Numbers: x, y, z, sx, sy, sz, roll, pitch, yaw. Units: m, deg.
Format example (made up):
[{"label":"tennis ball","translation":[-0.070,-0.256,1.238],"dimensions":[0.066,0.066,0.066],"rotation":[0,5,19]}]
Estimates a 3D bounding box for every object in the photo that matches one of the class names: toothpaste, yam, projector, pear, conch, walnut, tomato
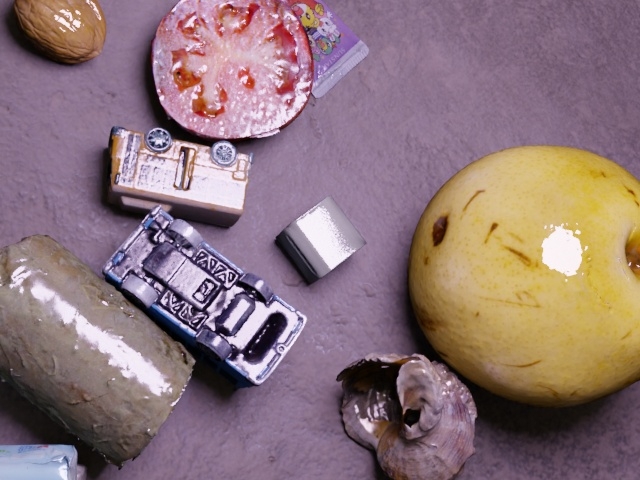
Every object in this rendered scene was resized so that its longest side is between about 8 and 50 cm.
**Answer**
[{"label":"toothpaste","translation":[-0.062,-0.347,1.255],"dimensions":[0.114,0.073,0.299],"rotation":[-45,100,-19]},{"label":"yam","translation":[-0.299,0.114,1.036],"dimensions":[0.304,0.168,0.168],"rotation":[41,71,-4]},{"label":"projector","translation":[0.000,0.000,1.182],"dimensions":[0.083,0.083,0.082],"rotation":[-37,89,-20]},{"label":"pear","translation":[0.286,0.043,1.133],"dimensions":[0.348,0.348,0.348],"rotation":[3,77,-14]},{"label":"conch","translation":[0.106,0.211,1.114],"dimensions":[0.178,0.245,0.163],"rotation":[3,51,12]},{"label":"walnut","translation":[-0.334,-0.283,1.148],"dimensions":[0.124,0.105,0.105],"rotation":[43,71,-7]},{"label":"tomato","translation":[-0.120,-0.228,1.197],"dimensions":[0.225,0.085,0.225],"rotation":[1,83,-7]}]

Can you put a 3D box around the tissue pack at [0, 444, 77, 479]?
[{"label":"tissue pack","translation":[-0.402,0.312,0.974],"dimensions":[0.263,0.089,0.177],"rotation":[1,99,-7]}]

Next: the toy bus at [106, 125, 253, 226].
[{"label":"toy bus","translation":[-0.188,-0.079,1.146],"dimensions":[0.182,0.091,0.103],"rotation":[11,75,-14]}]

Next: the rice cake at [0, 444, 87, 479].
[{"label":"rice cake","translation":[-0.396,0.262,1.034],"dimensions":[0.256,0.052,0.057],"rotation":[17,77,-11]}]

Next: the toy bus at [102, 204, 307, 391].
[{"label":"toy bus","translation":[-0.144,0.078,1.100],"dimensions":[0.234,0.133,0.116],"rotation":[37,69,1]}]
